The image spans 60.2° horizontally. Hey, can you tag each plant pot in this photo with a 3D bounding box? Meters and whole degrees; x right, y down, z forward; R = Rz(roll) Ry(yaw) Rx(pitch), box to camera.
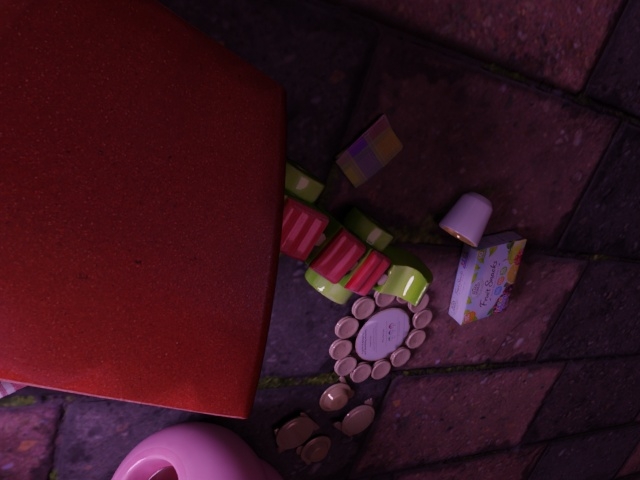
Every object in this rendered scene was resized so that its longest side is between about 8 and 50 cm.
[{"bbox_3d":[-0.177,-0.047,0.412,0.267,0.267,0.235,25,84,-39],"label":"plant pot"}]

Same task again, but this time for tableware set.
[{"bbox_3d":[0.009,0.294,0.884,0.169,0.020,0.141,-35,129,-8],"label":"tableware set"}]

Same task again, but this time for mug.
[{"bbox_3d":[0.209,-0.034,0.789,0.062,0.078,0.064,31,91,-7],"label":"mug"}]

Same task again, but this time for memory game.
[{"bbox_3d":[0.095,0.142,0.847,0.186,0.012,0.186,-15,125,-23],"label":"memory game"}]

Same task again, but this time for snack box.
[{"bbox_3d":[0.264,0.059,0.882,0.100,0.037,0.141,-11,123,-24],"label":"snack box"}]

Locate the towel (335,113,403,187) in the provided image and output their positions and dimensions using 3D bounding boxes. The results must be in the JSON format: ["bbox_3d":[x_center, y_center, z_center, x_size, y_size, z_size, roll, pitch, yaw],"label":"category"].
[{"bbox_3d":[0.060,-0.108,0.675,0.083,0.009,0.060,-43,131,-1],"label":"towel"}]

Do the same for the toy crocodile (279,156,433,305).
[{"bbox_3d":[0.000,0.000,0.642,0.341,0.105,0.115,30,100,-39],"label":"toy crocodile"}]

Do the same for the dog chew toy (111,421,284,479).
[{"bbox_3d":[-0.129,0.374,0.742,0.207,0.206,0.332,-41,139,-3],"label":"dog chew toy"}]

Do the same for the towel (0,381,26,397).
[{"bbox_3d":[-0.304,0.080,0.561,0.197,0.029,0.144,-23,125,-18],"label":"towel"}]
